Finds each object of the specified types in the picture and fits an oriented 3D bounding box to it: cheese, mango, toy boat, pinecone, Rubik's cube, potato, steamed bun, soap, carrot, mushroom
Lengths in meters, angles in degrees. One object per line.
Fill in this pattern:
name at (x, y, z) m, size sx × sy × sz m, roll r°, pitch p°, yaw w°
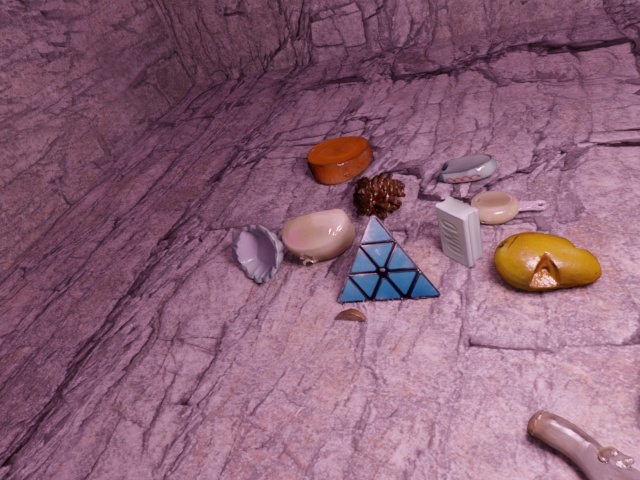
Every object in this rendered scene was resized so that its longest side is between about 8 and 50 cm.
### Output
cheese at (0.604, -0.109, 1.547) m, size 0.228 × 0.064 × 0.137 m, roll -1°, pitch 44°, yaw 22°
mango at (0.606, 0.060, 1.292) m, size 0.262 × 0.129 × 0.167 m, roll 0°, pitch 48°, yaw 18°
toy boat at (0.541, -0.254, 1.757) m, size 0.208 × 0.078 × 0.134 m, roll -7°, pitch 31°, yaw 34°
pinecone at (0.210, -0.160, 1.716) m, size 0.195 × 0.149 × 0.179 m, roll -25°, pitch 38°, yaw -5°
Rubik's cube at (0.198, 0.072, 1.456) m, size 0.228 × 0.229 × 0.233 m, roll -27°, pitch 61°, yaw 60°
potato at (0.088, 0.214, 1.414) m, size 0.093 × 0.036 × 0.037 m, roll -1°, pitch 45°, yaw 25°
steamed bun at (0.000, 0.000, 1.620) m, size 0.239 × 0.170 × 0.152 m, roll -11°, pitch 62°, yaw 16°
soap at (0.412, -0.024, 1.421) m, size 0.067 × 0.197 × 0.119 m, roll -35°, pitch 40°, yaw -16°
carrot at (0.087, -0.361, 2.059) m, size 0.259 × 0.100 × 0.307 m, roll 21°, pitch 52°, yaw 37°
mushroom at (0.524, 0.429, 0.919) m, size 0.096 × 0.099 × 0.278 m, roll -18°, pitch 31°, yaw -19°
toy boat at (-0.210, 0.037, 1.676) m, size 0.100 × 0.199 × 0.290 m, roll -3°, pitch 15°, yaw -44°
